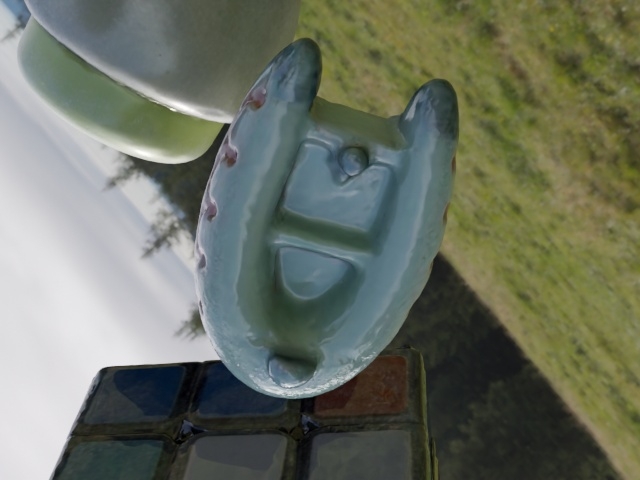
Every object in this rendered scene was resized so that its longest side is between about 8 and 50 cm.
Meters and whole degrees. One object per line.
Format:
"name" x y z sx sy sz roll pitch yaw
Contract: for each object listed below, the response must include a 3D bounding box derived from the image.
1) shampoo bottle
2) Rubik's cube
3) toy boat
"shampoo bottle" -0.186 -0.278 1.117 0.322 0.317 0.322 32 -163 -12
"Rubik's cube" -0.059 0.341 0.871 0.363 0.362 0.359 -81 -17 -62
"toy boat" 0.000 0.000 0.510 0.134 0.208 0.079 16 -157 -12
